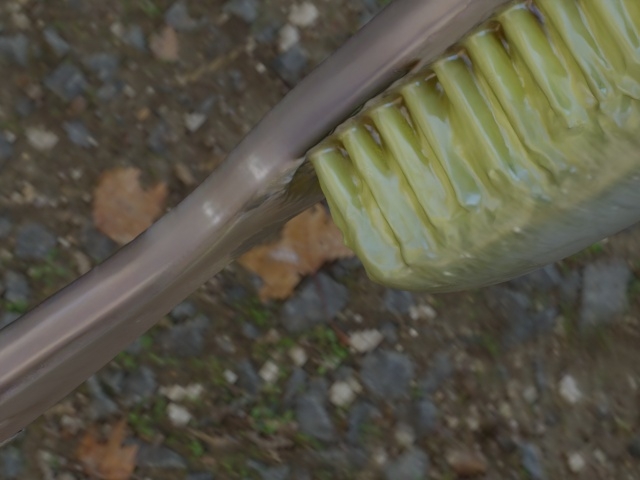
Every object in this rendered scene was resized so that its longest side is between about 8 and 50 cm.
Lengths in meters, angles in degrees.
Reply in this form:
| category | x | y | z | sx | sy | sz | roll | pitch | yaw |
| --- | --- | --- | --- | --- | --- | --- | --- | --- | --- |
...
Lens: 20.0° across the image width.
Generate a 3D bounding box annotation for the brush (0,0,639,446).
| category | x | y | z | sx | sy | sz | roll | pitch | yaw |
| --- | --- | --- | --- | --- | --- | --- | --- | --- | --- |
| brush | 0.000 | 0.001 | 0.398 | 0.313 | 0.072 | 0.067 | -35 | 75 | 30 |
